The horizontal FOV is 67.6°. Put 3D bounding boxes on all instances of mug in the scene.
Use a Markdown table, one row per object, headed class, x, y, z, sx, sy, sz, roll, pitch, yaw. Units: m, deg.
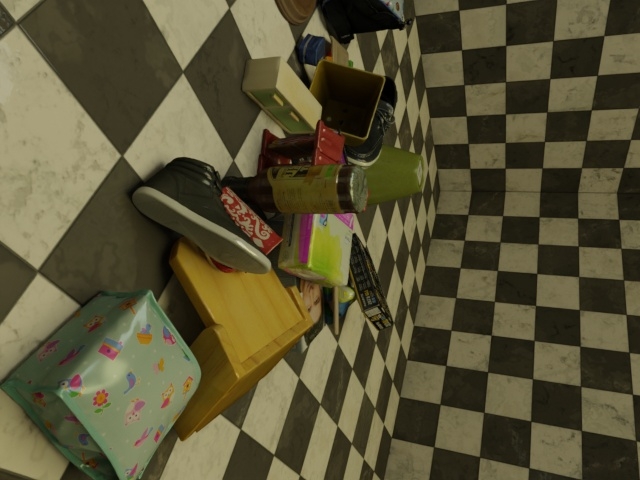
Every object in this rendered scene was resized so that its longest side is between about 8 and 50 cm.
| class | x | y | z | sx | sy | sz | roll | pitch | yaw |
| --- | --- | --- | --- | --- | --- | --- | --- | --- | --- |
| mug | -0.184 | -0.022 | 1.034 | 0.169 | 0.113 | 0.150 | 48 | 23 | -3 |

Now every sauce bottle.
| class | x | y | z | sx | sy | sz | roll | pitch | yaw |
| --- | --- | --- | --- | --- | --- | --- | --- | --- | --- |
| sauce bottle | -0.071 | -0.114 | 1.079 | 0.111 | 0.345 | 0.111 | 1 | 90 | -67 |

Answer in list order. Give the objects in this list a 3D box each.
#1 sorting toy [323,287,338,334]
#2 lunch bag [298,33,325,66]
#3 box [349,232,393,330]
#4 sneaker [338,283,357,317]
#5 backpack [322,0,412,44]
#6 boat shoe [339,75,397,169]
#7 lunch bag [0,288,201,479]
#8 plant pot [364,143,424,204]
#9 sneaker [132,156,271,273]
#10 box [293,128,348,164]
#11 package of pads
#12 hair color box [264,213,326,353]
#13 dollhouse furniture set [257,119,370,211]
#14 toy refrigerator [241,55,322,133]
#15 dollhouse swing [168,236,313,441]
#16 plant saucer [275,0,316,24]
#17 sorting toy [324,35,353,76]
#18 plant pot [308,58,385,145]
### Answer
| class | x | y | z | sx | sy | sz | roll | pitch | yaw |
| --- | --- | --- | --- | --- | --- | --- | --- | --- | --- |
| sorting toy | 0.002 | 0.174 | 1.527 | 0.038 | 0.208 | 0.193 | -11 | 115 | -22 |
| lunch bag | -0.031 | -0.582 | 1.464 | 0.067 | 0.065 | 0.098 | 94 | 15 | -52 |
| box | 0.183 | 0.165 | 1.883 | 0.257 | 0.079 | 0.322 | 49 | 22 | -57 |
| sneaker | 0.083 | 0.230 | 1.845 | 0.126 | 0.091 | 0.240 | -54 | 166 | 1 |
| backpack | 0.137 | -0.811 | 1.599 | 0.263 | 0.277 | 0.213 | -8 | 96 | -60 |
| boat shoe | 0.175 | -0.447 | 1.762 | 0.156 | 0.187 | 0.500 | 113 | 2 | -50 |
| lunch bag | -0.324 | 0.244 | 0.780 | 0.223 | 0.160 | 0.262 | -60 | 139 | -48 |
| plant pot | 0.244 | -0.258 | 1.857 | 0.275 | 0.294 | 0.274 | 4 | 90 | -67 |
| sneaker | -0.202 | -0.056 | 0.946 | 0.296 | 0.105 | 0.146 | 35 | 52 | -19 |
| box | -0.006 | -0.265 | 1.447 | 0.029 | 0.162 | 0.116 | -92 | 168 | -47 |
| package of pads | 0.000 | 0.000 | 1.283 | 0.296 | 0.101 | 0.229 | 30 | 64 | -64 |
| hair color box | -0.077 | 0.113 | 1.390 | 0.185 | 0.114 | 0.374 | -37 | 127 | -61 |
| dollhouse furniture set | 0.014 | -0.189 | 1.371 | 0.374 | 0.201 | 0.152 | 21 | 74 | -53 |
| toy refrigerator | -0.096 | -0.378 | 1.293 | 0.269 | 0.102 | 0.094 | 31 | 65 | -65 |
| dollhouse swing | -0.236 | 0.188 | 1.100 | 0.315 | 0.305 | 0.347 | -50 | 169 | 23 |
| plant saucer | -0.073 | -0.770 | 1.374 | 0.278 | 0.041 | 0.277 | 2 | 90 | -66 |
| sorting toy | 0.058 | -0.598 | 1.688 | 0.348 | 0.047 | 0.195 | -15 | 103 | -70 |
| plant pot | 0.070 | -0.411 | 1.525 | 0.187 | 0.212 | 0.212 | 76 | 31 | -81 |
